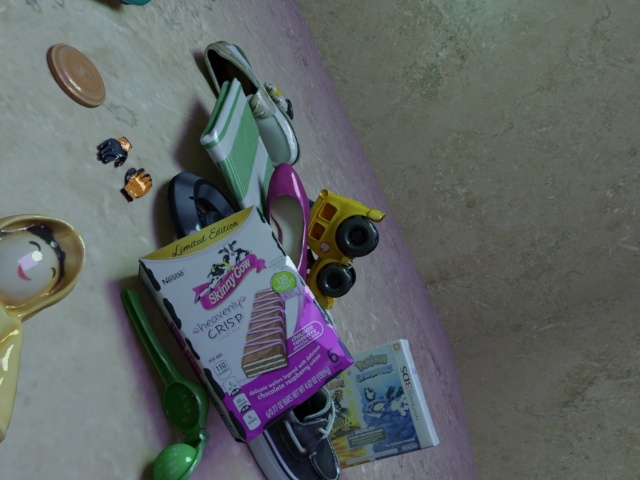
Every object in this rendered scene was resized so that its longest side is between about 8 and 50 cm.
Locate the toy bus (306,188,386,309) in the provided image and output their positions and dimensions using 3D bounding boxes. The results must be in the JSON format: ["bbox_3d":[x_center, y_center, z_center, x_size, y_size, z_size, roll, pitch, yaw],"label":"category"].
[{"bbox_3d":[0.000,0.000,0.970,0.211,0.220,0.149,29,4,6],"label":"toy bus"}]

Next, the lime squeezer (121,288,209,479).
[{"bbox_3d":[-0.159,0.198,0.483,0.110,0.059,0.310,48,26,-50],"label":"lime squeezer"}]

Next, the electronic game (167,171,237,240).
[{"bbox_3d":[-0.160,-0.001,0.739,0.229,0.048,0.229,61,9,-17],"label":"electronic game"}]

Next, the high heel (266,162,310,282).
[{"bbox_3d":[-0.062,-0.020,0.857,0.117,0.082,0.244,-80,172,-87],"label":"high heel"}]

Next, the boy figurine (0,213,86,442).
[{"bbox_3d":[-0.252,0.069,0.295,0.177,0.092,0.285,61,21,-15],"label":"boy figurine"}]

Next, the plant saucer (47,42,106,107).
[{"bbox_3d":[-0.306,-0.211,0.608,0.083,0.013,0.083,58,20,-34],"label":"plant saucer"}]

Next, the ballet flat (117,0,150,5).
[{"bbox_3d":[-0.339,-0.400,0.634,0.106,0.107,0.316,47,12,0],"label":"ballet flat"}]

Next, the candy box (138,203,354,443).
[{"bbox_3d":[-0.089,0.093,0.574,0.233,0.159,0.071,56,-29,7],"label":"candy box"}]

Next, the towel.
[{"bbox_3d":[-0.130,-0.114,0.918,0.248,0.038,0.325,-90,164,-50],"label":"towel"}]

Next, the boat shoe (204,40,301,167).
[{"bbox_3d":[-0.154,-0.284,1.030,0.302,0.113,0.103,55,19,-6],"label":"boat shoe"}]

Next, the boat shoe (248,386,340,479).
[{"bbox_3d":[-0.037,0.252,0.683,0.335,0.119,0.121,60,18,-25],"label":"boat shoe"}]

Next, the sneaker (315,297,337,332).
[{"bbox_3d":[0.006,0.149,1.057,0.152,0.058,0.084,63,25,4],"label":"sneaker"}]

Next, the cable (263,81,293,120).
[{"bbox_3d":[-0.098,-0.355,1.345,0.287,0.072,0.139,-35,108,-73],"label":"cable"}]

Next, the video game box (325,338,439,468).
[{"bbox_3d":[0.087,0.298,0.869,0.048,0.205,0.187,34,37,-60],"label":"video game box"}]

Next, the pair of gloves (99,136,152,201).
[{"bbox_3d":[-0.255,-0.097,0.631,0.083,0.010,0.074,61,18,-21],"label":"pair of gloves"}]
